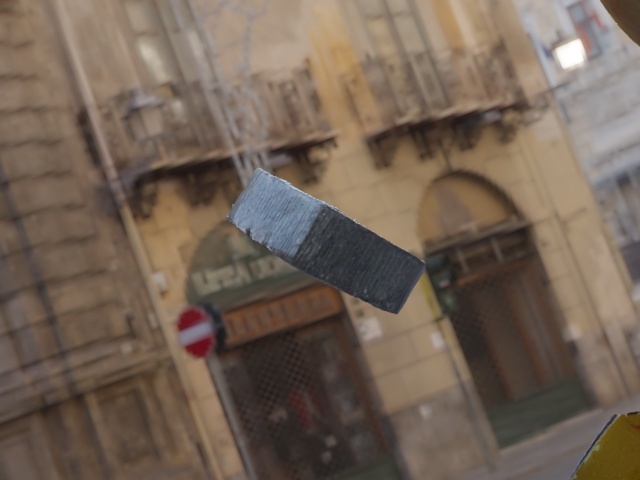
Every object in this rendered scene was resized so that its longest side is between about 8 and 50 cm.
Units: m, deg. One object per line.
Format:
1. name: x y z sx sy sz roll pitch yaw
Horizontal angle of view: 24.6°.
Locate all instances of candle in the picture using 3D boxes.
1. candle: 0.000 0.000 1.356 0.068 0.192 0.168 -61 -7 3

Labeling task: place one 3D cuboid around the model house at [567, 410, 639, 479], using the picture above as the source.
1. model house: 0.207 0.135 0.602 0.219 0.207 0.136 -42 -14 -27

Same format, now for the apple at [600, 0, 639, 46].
1. apple: 0.473 -0.341 1.548 0.391 0.391 0.346 -21 -42 2
